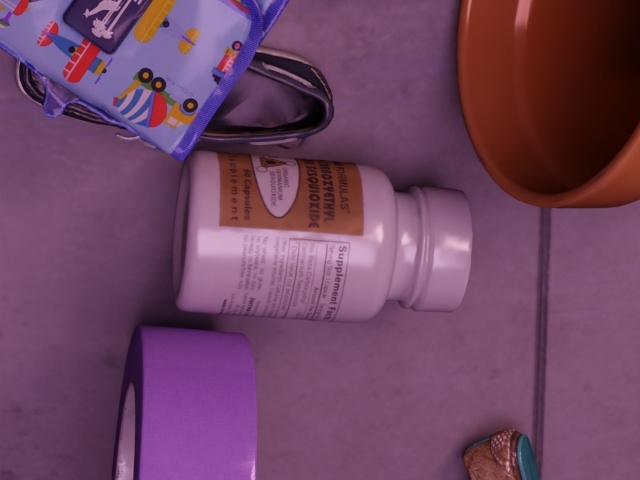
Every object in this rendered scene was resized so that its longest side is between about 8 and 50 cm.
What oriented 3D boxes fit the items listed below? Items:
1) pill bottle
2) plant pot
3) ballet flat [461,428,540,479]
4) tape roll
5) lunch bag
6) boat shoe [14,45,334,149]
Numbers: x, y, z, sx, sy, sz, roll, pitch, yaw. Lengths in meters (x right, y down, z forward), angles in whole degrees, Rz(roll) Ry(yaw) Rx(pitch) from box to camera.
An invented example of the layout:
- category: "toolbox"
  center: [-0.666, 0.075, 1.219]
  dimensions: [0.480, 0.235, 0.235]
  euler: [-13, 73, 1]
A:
- category: "pill bottle"
  center: [0.000, 0.000, 1.498]
  dimensions: [0.229, 0.131, 0.131]
  euler: [4, 106, -10]
- category: "plant pot"
  center: [0.265, -0.161, 1.429]
  dimensions: [0.203, 0.291, 0.291]
  euler: [5, 107, -28]
- category: "ballet flat"
  center: [0.174, 0.261, 1.649]
  dimensions: [0.067, 0.073, 0.206]
  euler: [-10, 108, 23]
- category: "tape roll"
  center: [-0.114, 0.207, 1.469]
  dimensions: [0.090, 0.275, 0.275]
  euler: [4, 106, -11]
- category: "lunch bag"
  center: [-0.130, -0.220, 1.385]
  dimensions: [0.221, 0.138, 0.293]
  euler: [32, 95, -8]
- category: "boat shoe"
  center: [-0.115, -0.119, 1.471]
  dimensions: [0.254, 0.079, 0.095]
  euler: [11, 104, -12]
